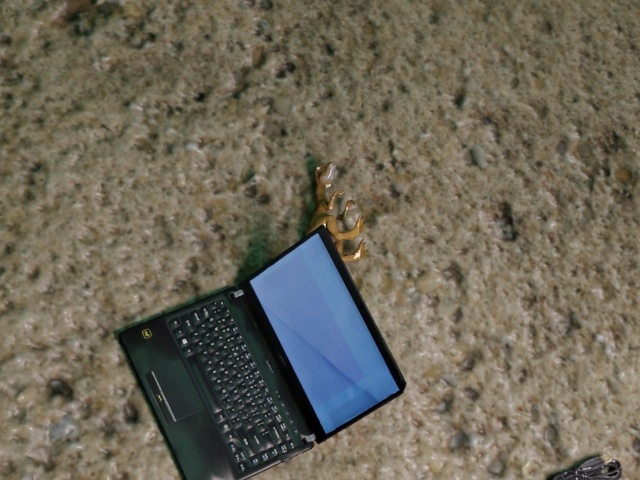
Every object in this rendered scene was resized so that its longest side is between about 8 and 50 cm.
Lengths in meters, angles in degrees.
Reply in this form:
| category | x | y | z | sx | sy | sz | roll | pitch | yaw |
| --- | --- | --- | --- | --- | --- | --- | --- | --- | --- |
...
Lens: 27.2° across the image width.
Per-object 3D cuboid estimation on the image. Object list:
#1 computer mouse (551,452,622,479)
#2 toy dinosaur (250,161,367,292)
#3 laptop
| category | x | y | z | sx | sy | sz | roll | pitch | yaw |
| --- | --- | --- | --- | --- | --- | --- | --- | --- | --- |
| computer mouse | 0.381 | 0.373 | 1.706 | 0.106 | 0.042 | 0.193 | -19 | 69 | -27 |
| toy dinosaur | 0.000 | 0.000 | 1.755 | 0.112 | 0.064 | 0.212 | 10 | 64 | 21 |
| laptop | -0.074 | 0.148 | 1.617 | 0.264 | 0.136 | 0.234 | -21 | 75 | -23 |
